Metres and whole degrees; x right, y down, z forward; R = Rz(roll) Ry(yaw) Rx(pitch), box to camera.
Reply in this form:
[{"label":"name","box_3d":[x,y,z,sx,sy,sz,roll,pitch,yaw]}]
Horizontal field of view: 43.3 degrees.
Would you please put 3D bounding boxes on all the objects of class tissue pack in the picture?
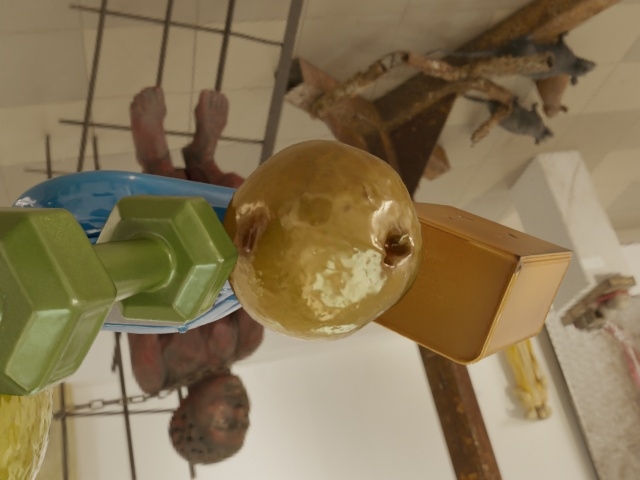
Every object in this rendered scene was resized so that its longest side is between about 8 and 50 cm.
[{"label":"tissue pack","box_3d":[0.177,0.045,1.020,0.274,0.194,0.145,1,112,-61]}]

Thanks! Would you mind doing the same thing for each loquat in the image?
[{"label":"loquat","box_3d":[0.000,0.000,0.819,0.208,0.208,0.208,-11,155,-6]}]

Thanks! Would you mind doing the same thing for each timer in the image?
[{"label":"timer","box_3d":[-0.217,0.028,0.976,0.340,0.115,0.309,8,155,-38]}]

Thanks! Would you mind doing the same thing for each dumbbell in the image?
[{"label":"dumbbell","box_3d":[-0.159,0.024,0.582,0.121,0.108,0.302,-61,171,10]}]

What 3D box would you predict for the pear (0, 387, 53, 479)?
[{"label":"pear","box_3d":[-0.372,0.197,0.571,0.387,0.191,0.340,-15,179,-42]}]
